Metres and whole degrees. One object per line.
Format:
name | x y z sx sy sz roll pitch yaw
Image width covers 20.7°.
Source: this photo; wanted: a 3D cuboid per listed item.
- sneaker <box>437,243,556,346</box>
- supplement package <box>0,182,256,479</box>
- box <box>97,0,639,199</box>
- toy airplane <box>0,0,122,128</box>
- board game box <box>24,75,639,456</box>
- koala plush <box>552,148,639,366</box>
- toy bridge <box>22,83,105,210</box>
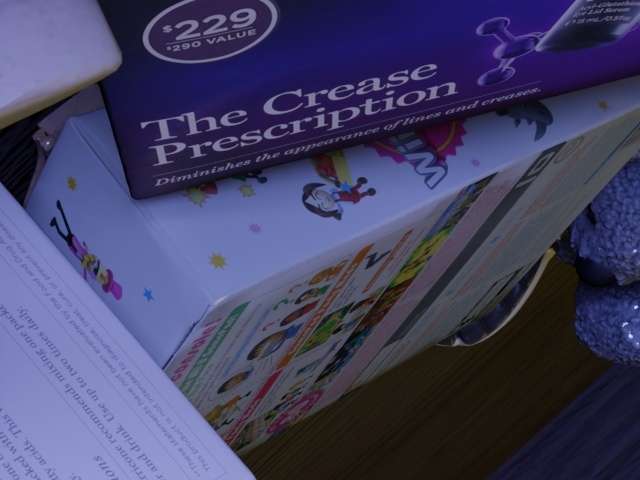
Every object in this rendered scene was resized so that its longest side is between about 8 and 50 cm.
sneaker | 0.152 -0.043 1.202 0.279 0.107 0.118 -41 -178 4
supplement package | -0.203 0.126 0.598 0.293 0.177 0.175 -26 157 -44
box | 0.048 -0.119 0.537 0.261 0.103 0.184 -15 157 -5
toy airplane | -0.176 -0.013 0.242 0.386 0.272 0.384 -44 -154 -26
board game box | 0.000 0.000 0.789 0.303 0.097 0.224 -26 161 -39
koala plush | 0.188 -0.043 0.997 0.203 0.196 0.221 -51 -175 1
toy bridge | -0.101 -0.010 0.764 0.063 0.026 0.188 -39 165 -9
